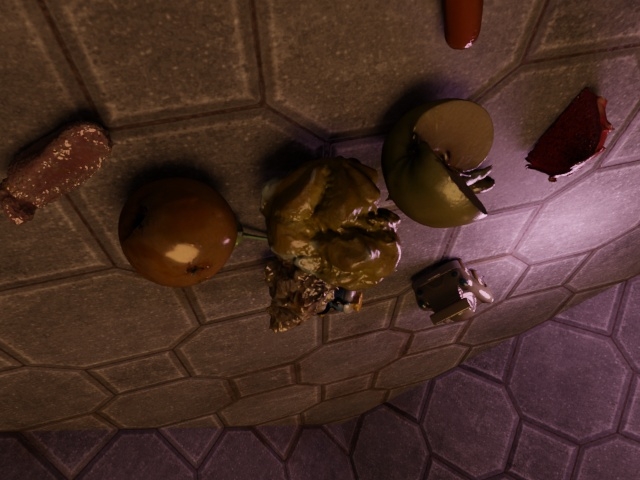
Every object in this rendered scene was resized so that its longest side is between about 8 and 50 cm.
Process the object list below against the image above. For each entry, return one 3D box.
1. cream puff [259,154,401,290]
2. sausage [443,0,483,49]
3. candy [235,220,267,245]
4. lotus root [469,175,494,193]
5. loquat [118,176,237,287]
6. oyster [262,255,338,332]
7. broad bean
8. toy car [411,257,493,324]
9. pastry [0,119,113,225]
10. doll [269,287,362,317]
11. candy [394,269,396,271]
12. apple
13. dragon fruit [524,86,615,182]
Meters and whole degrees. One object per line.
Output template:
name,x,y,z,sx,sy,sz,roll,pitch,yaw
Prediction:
cream puff,0.045,-0.063,1.100,0.378,0.378,0.275,16,110,-40
sausage,0.270,-0.449,0.867,0.076,0.076,0.197,-21,147,5
candy,-0.174,-0.007,1.309,0.336,0.092,0.093,9,133,-47
lotus root,0.485,-0.170,1.382,0.099,0.054,0.049,-11,166,-8
loquat,-0.327,-0.019,1.063,0.263,0.263,0.263,-12,146,-8
oyster,-0.074,0.140,1.357,0.238,0.114,0.351,28,119,0
broad bean,0.343,-0.169,1.311,0.339,0.061,0.077,-12,153,-7
toy car,0.547,0.238,1.839,0.242,0.226,0.336,-34,142,23
pastry,-0.525,-0.150,0.910,0.265,0.112,0.103,-35,133,5
doll,-0.020,0.187,1.527,0.314,0.141,0.177,6,-172,12
candy,0.156,0.016,1.415,0.077,0.073,0.262,-40,119,10
apple,0.265,-0.176,1.082,0.258,0.295,0.233,14,164,-38
dragon fruit,0.714,-0.260,1.261,0.126,0.161,0.274,3,139,-25
